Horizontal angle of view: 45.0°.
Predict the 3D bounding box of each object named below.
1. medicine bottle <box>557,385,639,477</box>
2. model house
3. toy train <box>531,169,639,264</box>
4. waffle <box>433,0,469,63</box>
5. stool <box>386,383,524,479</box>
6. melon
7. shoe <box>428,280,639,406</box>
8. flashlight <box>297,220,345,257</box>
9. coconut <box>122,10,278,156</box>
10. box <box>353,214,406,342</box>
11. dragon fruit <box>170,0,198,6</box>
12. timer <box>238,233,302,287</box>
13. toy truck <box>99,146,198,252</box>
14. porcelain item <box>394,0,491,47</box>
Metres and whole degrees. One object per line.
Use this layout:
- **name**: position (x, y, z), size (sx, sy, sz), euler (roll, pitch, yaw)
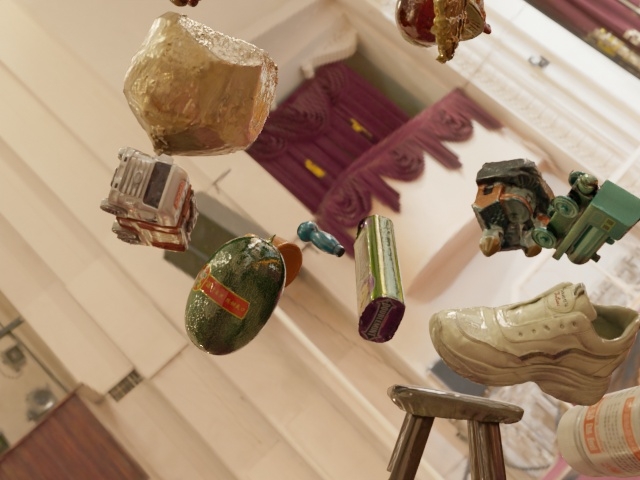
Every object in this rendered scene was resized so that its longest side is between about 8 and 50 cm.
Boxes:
- **medicine bottle**: position (0.765, 0.474, 1.906), size (0.211, 0.211, 0.371), euler (-39, -6, -24)
- **model house**: position (0.534, -0.051, 2.182), size (0.253, 0.184, 0.291), euler (58, -134, -31)
- **toy train**: position (0.648, -0.042, 1.902), size (0.120, 0.194, 0.298), euler (-50, -14, -25)
- **waffle**: position (0.260, -0.498, 1.508), size (0.291, 0.051, 0.291), euler (8, -90, -74)
- **stool**: position (0.297, 0.468, 1.827), size (0.310, 0.310, 0.226), euler (72, -151, -77)
- **melon**: position (-0.174, 0.107, 1.624), size (0.287, 0.182, 0.182), euler (-58, -19, -2)
- **shoe**: position (0.354, 0.138, 1.248), size (0.132, 0.342, 0.210), euler (-90, 20, -52)
- **flashlight**: position (0.000, 0.000, 1.734), size (0.051, 0.129, 0.051), euler (-31, -41, -31)
- **coconut**: position (-0.336, -0.385, 2.067), size (0.404, 0.404, 0.404), euler (-41, -20, -19)
- **box**: position (0.132, 0.080, 1.832), size (0.345, 0.097, 0.134), euler (-89, 15, -56)
- **dragon fruit**: position (-0.291, -0.541, 1.500), size (0.150, 0.133, 0.207), euler (-19, -46, 15)
- **timer**: position (-0.138, 0.032, 1.830), size (0.132, 0.152, 0.132), euler (-26, -47, -31)
- **toy truck**: position (-0.425, -0.091, 2.002), size (0.387, 0.207, 0.173), euler (110, 175, -74)
- **porcelain item**: position (0.303, -0.543, 1.792), size (0.253, 0.253, 0.253), euler (-41, -20, -19)
